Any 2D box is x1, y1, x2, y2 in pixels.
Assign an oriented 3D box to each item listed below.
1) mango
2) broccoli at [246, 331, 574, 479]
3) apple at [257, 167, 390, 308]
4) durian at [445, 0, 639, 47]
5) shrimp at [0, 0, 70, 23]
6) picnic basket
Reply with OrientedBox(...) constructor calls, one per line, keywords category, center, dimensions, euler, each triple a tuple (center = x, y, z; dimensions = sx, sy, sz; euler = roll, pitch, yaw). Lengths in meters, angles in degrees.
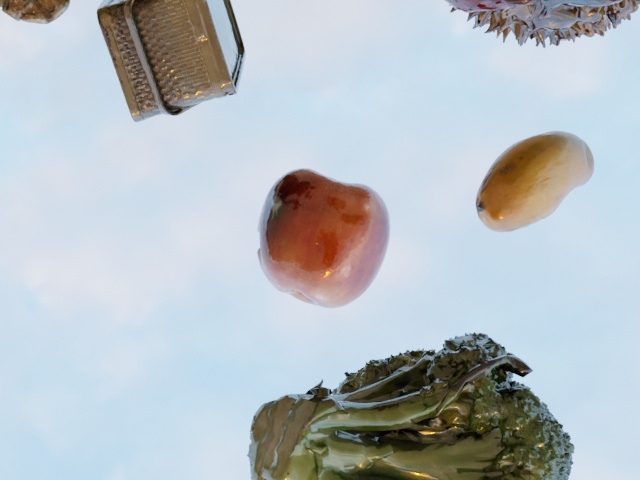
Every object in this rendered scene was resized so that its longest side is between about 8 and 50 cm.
OrientedBox(category="mango", center=(0.242, -0.069, 1.355), dimensions=(0.190, 0.098, 0.075), euler=(-27, -146, -31))
OrientedBox(category="broccoli", center=(0.063, 0.223, 1.100), dimensions=(0.321, 0.283, 0.304), euler=(-25, -129, 45))
OrientedBox(category="apple", center=(0.000, 0.000, 1.642), dimensions=(0.199, 0.199, 0.199), euler=(-9, -130, 10))
OrientedBox(category="durian", center=(0.225, -0.360, 1.172), dimensions=(0.347, 0.384, 0.347), euler=(-6, -124, 9))
OrientedBox(category="shrimp", center=(-0.307, -0.305, 1.270), dimensions=(0.091, 0.034, 0.161), euler=(0, -103, -15))
OrientedBox(category="picnic basket", center=(-0.192, -0.276, 1.606), dimensions=(0.139, 0.165, 0.266), euler=(-15, -158, 6))
